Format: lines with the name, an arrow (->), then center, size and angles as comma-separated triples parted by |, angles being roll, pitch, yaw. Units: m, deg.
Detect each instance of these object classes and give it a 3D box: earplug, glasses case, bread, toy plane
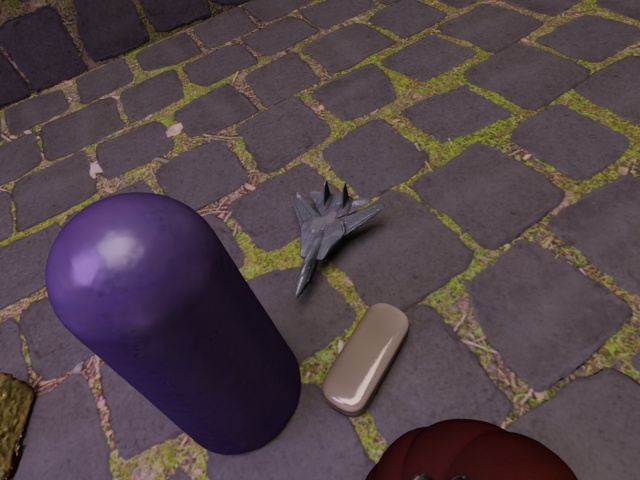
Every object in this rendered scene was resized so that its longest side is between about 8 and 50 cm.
earplug -> -0.168, 0.121, 0.544 | 0.215, 0.455, 0.215 | -5, 51, 6
glasses case -> 0.079, 0.196, 0.686 | 0.083, 0.050, 0.196 | 26, 63, 25
bread -> -0.607, 0.349, 0.662 | 0.147, 0.160, 0.260 | -17, 55, 10
toy plane -> 0.003, 0.006, 0.832 | 0.212, 0.088, 0.267 | 10, 64, 20

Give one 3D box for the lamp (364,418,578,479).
lamp -> 0.163, 0.347, 0.418 | 0.303, 0.257, 0.303 | -31, 48, 42
